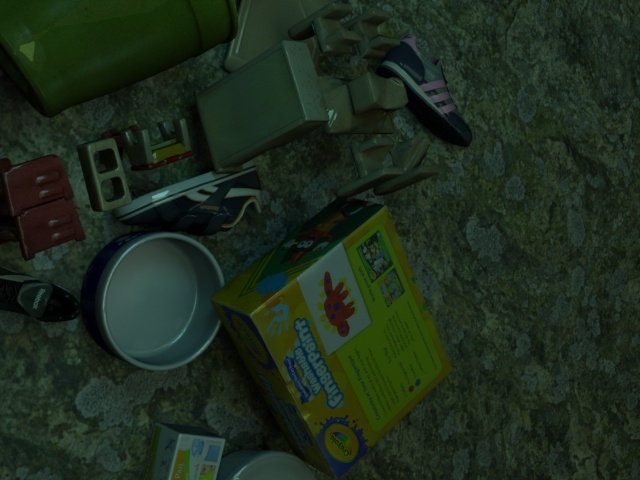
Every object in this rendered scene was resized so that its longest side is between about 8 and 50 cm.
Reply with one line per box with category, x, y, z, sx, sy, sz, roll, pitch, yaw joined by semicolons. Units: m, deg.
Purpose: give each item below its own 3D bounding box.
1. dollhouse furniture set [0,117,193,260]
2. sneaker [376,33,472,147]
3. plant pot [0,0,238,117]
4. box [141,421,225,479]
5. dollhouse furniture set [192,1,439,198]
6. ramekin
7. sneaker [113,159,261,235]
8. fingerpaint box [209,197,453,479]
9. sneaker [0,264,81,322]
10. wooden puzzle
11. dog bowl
dollhouse furniture set;-0.424;-0.096;1.670;0.374;0.201;0.152;-24;108;-40
sneaker;0.273;-0.349;2.214;0.319;0.112;0.131;41;73;-33
plant pot;-0.390;-0.398;1.595;0.353;0.366;0.366;-39;116;-14
box;-0.284;0.477;1.880;0.114;0.103;0.203;16;85;-37
dollhouse furniture set;-0.011;-0.258;1.886;0.394;0.256;0.362;-7;79;-51
ramekin;-0.143;0.564;1.979;0.273;0.127;0.273;-4;96;-37
sneaker;-0.242;-0.063;1.841;0.321;0.126;0.127;-22;97;-35
fingerpaint box;0.035;0.196;1.941;0.371;0.163;0.445;-39;121;-24
sneaker;-0.524;0.094;1.661;0.234;0.106;0.078;21;81;-36
wooden puzzle;-0.088;-0.439;1.982;0.221;0.044;0.238;17;89;-37
dog bowl;-0.320;0.113;1.817;0.265;0.104;0.265;-4;97;-37
